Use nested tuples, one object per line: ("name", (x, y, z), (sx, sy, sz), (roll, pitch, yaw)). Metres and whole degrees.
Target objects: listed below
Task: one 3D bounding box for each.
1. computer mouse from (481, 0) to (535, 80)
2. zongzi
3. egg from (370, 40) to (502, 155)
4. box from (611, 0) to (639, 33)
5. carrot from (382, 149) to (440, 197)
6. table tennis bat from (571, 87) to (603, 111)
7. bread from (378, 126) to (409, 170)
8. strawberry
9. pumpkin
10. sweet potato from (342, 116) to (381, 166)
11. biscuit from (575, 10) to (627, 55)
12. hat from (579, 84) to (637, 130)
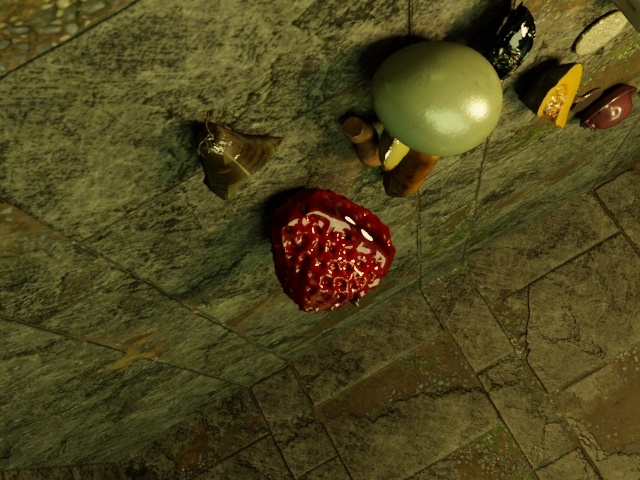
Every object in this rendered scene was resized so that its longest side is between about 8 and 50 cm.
("computer mouse", (0.381, -0.388, 1.417), (0.146, 0.078, 0.241), (-55, 180, -10))
("zongzi", (-0.141, -0.184, 1.265), (0.184, 0.084, 0.187), (-40, 161, -17))
("egg", (0.218, -0.275, 1.333), (0.295, 0.218, 0.218), (6, 141, -44))
("box", (0.731, -0.529, 1.579), (0.129, 0.130, 0.051), (-13, 155, -43))
("carrot", (0.230, -0.201, 1.725), (0.114, 0.114, 0.302), (-25, 162, -16))
("table tennis bat", (0.840, -0.393, 2.136), (0.170, 0.119, 0.107), (-11, 154, -49))
("bread", (0.157, -0.245, 1.501), (0.187, 0.065, 0.149), (-63, 154, -5))
("strawberry", (0.000, 0.000, 1.734), (0.318, 0.295, 0.345), (-19, 132, 19))
("pumpkin", (0.612, -0.403, 1.818), (0.278, 0.111, 0.163), (2, 128, -56))
("sweet potato", (0.105, -0.216, 1.569), (0.067, 0.059, 0.281), (-49, 162, 1))
("biscuit", (0.701, -0.520, 1.739), (0.152, 0.020, 0.152), (-25, 162, -9))
("hat", (0.940, -0.416, 2.246), (0.205, 0.089, 0.205), (-32, 169, -7))
